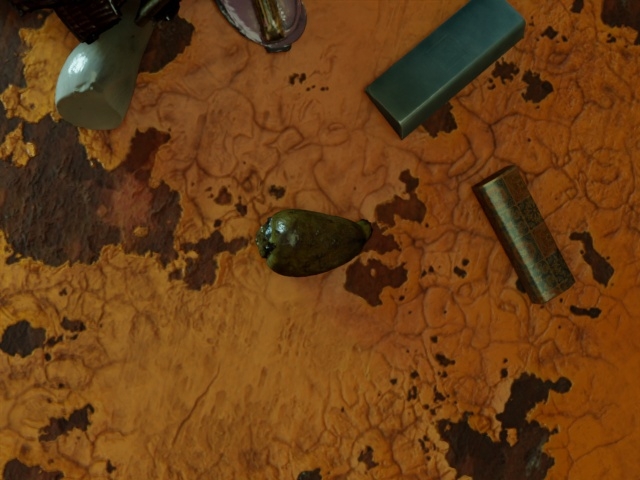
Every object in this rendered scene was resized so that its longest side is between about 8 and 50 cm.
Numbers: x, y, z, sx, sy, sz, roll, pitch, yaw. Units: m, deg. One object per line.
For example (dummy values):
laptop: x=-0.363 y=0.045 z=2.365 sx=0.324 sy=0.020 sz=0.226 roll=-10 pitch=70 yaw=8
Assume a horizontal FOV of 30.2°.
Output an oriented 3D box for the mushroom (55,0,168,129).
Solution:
mushroom: x=-0.310 y=-0.274 z=1.750 sx=0.116 sy=0.093 sz=0.225 roll=30 pitch=74 yaw=-41

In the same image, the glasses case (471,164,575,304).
glasses case: x=0.329 y=-0.009 z=1.912 sx=0.075 sy=0.049 sz=0.218 roll=-30 pitch=98 yaw=-10

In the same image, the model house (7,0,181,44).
model house: x=-0.339 y=-0.425 z=1.685 sx=0.282 sy=0.297 sz=0.317 roll=-34 pitch=108 yaw=19

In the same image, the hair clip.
hair clip: x=-0.123 y=-0.446 z=1.765 sx=0.110 sy=0.095 sz=0.359 roll=-28 pitch=119 yaw=-20

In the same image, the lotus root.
lotus root: x=0.000 y=0.000 z=1.821 sx=0.190 sy=0.094 sz=0.108 roll=-4 pitch=127 yaw=-17

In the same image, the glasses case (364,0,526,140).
glasses case: x=0.202 y=-0.283 z=1.874 sx=0.266 sy=0.056 sz=0.105 roll=-41 pitch=100 yaw=-9
